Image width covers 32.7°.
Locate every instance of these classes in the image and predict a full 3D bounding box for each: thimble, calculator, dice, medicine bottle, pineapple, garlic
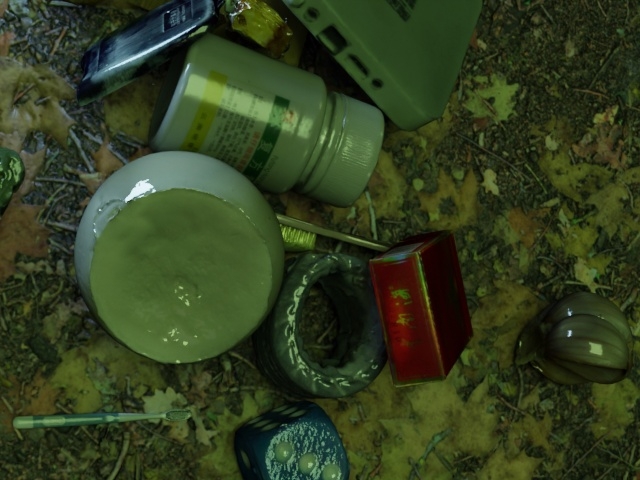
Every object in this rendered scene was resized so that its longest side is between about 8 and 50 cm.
[{"bbox_3d":[-0.005,0.137,1.756,0.205,0.172,0.236,-8,87,-24],"label":"thimble"},{"bbox_3d":[-0.263,-0.306,1.683,0.268,0.177,0.040,-25,124,8],"label":"calculator"},{"bbox_3d":[-0.048,0.345,1.723,0.146,0.143,0.146,-22,94,-22],"label":"dice"},{"bbox_3d":[-0.085,-0.185,1.749,0.340,0.208,0.208,19,76,-17],"label":"medicine bottle"},{"bbox_3d":[-0.097,-0.329,1.703,0.116,0.137,0.069,37,106,10],"label":"pineapple"},{"bbox_3d":[0.461,0.164,1.901,0.191,0.214,0.160,11,69,-8],"label":"garlic"}]

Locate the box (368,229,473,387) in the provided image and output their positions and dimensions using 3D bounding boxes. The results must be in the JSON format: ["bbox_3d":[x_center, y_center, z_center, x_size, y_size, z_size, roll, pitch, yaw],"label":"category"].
[{"bbox_3d":[0.167,0.099,1.745,0.089,0.313,0.197,-11,93,17],"label":"box"}]

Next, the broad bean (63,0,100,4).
[{"bbox_3d":[-0.359,-0.472,1.737,0.156,0.122,0.228,25,73,-13],"label":"broad bean"}]

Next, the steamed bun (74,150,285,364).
[{"bbox_3d":[-0.213,0.023,1.655,0.324,0.206,0.324,-3,110,-10],"label":"steamed bun"}]

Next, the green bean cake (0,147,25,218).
[{"bbox_3d":[-0.567,-0.062,1.607,0.222,0.125,0.227,29,78,-13],"label":"green bean cake"}]

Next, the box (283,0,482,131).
[{"bbox_3d":[0.106,-0.416,1.829,0.367,0.090,0.373,44,49,-25],"label":"box"}]

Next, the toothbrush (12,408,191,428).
[{"bbox_3d":[-0.334,0.276,1.690,0.276,0.025,0.019,1,83,-20],"label":"toothbrush"}]

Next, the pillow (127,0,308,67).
[{"bbox_3d":[-0.125,-0.454,1.820,0.310,0.119,0.312,26,79,-20],"label":"pillow"}]

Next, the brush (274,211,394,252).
[{"bbox_3d":[-0.001,0.001,1.840,0.313,0.072,0.067,15,100,-21],"label":"brush"}]
